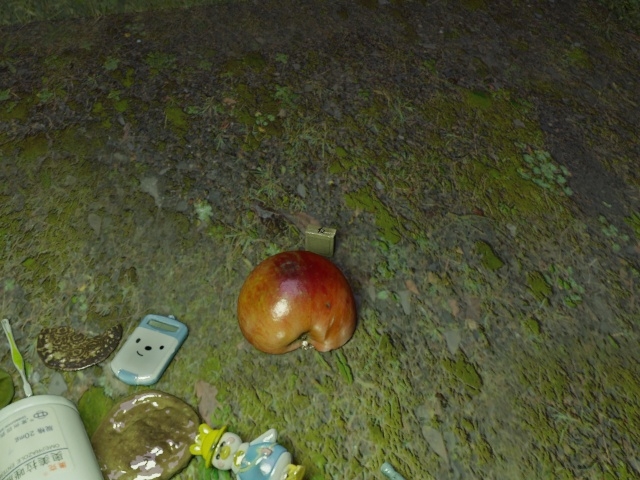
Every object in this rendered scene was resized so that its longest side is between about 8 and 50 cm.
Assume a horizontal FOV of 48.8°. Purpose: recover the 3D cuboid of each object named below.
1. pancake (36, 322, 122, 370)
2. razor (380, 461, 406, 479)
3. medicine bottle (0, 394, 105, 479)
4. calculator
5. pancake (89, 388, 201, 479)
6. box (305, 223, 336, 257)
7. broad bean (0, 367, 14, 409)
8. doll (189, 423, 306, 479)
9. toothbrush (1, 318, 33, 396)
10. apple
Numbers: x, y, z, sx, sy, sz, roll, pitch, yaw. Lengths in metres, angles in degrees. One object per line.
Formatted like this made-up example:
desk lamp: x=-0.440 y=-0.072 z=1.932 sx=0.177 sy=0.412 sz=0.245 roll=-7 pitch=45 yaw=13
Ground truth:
pancake: x=-0.575 y=0.236 z=1.666 sx=0.190 sy=0.020 sz=0.184 roll=26 pitch=49 yaw=22
razor: x=0.199 y=0.509 z=1.363 sx=0.068 sy=0.106 sz=0.232 roll=-25 pitch=40 yaw=-26
medicine bottle: x=-0.496 y=0.468 z=1.300 sx=0.189 sy=0.190 sz=0.332 roll=-21 pitch=47 yaw=-22
calculator: x=-0.396 y=0.250 z=1.642 sx=0.121 sy=0.039 sz=0.210 roll=17 pitch=45 yaw=13
pancake: x=-0.369 y=0.405 z=1.472 sx=0.241 sy=0.050 sz=0.242 roll=1 pitch=43 yaw=-1
box: x=0.000 y=0.000 z=1.883 sx=0.079 sy=0.083 sz=0.035 roll=11 pitch=44 yaw=9
broad bean: x=-0.767 y=0.343 z=1.510 sx=0.206 sy=0.072 sz=0.153 roll=-16 pitch=59 yaw=-20
doll: x=-0.147 y=0.441 z=1.409 sx=0.240 sy=0.135 sz=0.098 roll=19 pitch=18 yaw=15
toothbrush: x=-0.700 y=0.266 z=1.625 sx=0.022 sy=0.026 sz=0.263 roll=-16 pitch=46 yaw=-26
apple: x=-0.057 y=0.131 z=1.689 sx=0.292 sy=0.163 sz=0.251 roll=-11 pitch=44 yaw=-11
